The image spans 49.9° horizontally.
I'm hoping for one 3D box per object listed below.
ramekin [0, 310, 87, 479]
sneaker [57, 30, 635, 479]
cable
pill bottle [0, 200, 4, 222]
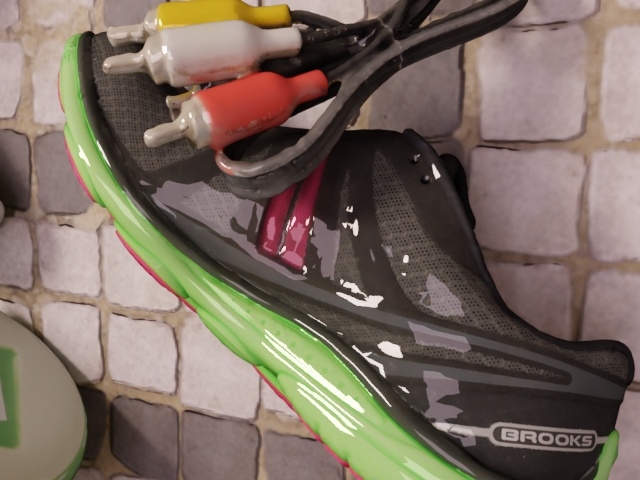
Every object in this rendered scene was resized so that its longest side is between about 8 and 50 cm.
[{"bbox_3d":[-0.349,0.164,0.571,0.303,0.303,0.148,40,103,12],"label":"ramekin"},{"bbox_3d":[0.000,0.000,0.497,0.483,0.185,0.202,41,80,15],"label":"sneaker"},{"bbox_3d":[0.020,-0.120,0.415,0.287,0.072,0.139,-22,60,-6],"label":"cable"},{"bbox_3d":[-0.389,-0.078,0.648,0.103,0.103,0.184,-35,85,22],"label":"pill bottle"}]
